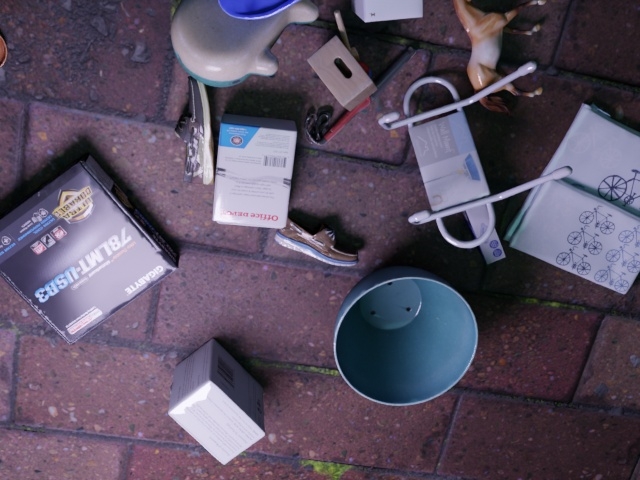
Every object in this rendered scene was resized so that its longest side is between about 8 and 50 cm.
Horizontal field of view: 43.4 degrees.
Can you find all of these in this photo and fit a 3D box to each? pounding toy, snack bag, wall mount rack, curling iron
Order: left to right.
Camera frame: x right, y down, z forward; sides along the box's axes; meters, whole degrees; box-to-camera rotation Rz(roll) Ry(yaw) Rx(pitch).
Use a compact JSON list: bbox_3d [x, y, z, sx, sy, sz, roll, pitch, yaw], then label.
[{"bbox_3d":[0.043,-0.331,1.494,0.100,0.130,0.141,-38,88,10],"label":"pounding toy"},{"bbox_3d":[0.077,-0.285,1.577,0.274,0.035,0.068,-37,111,10],"label":"curling iron"},{"bbox_3d":[0.285,-0.172,1.508,0.304,0.130,0.350,-18,83,11],"label":"wall mount rack"},{"bbox_3d":[0.608,-0.081,1.712,0.323,0.037,0.342,23,108,-14],"label":"snack bag"}]

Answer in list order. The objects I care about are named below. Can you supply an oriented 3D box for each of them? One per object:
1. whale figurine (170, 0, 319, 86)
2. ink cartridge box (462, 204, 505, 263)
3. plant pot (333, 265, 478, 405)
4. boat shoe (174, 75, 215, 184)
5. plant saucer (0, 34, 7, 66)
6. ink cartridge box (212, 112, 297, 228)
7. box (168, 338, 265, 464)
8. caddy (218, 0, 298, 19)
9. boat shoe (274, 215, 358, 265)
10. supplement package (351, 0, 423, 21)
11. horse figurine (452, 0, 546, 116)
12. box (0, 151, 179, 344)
[{"bbox_3d":[-0.141,-0.386,1.476,0.272,0.141,0.216,-31,83,-16],"label":"whale figurine"},{"bbox_3d":[0.317,-0.062,1.658,0.046,0.097,0.207,-24,113,6],"label":"ink cartridge box"},{"bbox_3d":[0.161,0.168,1.683,0.290,0.195,0.290,-2,112,-5],"label":"plant pot"},{"bbox_3d":[-0.245,-0.210,1.553,0.073,0.080,0.223,-6,117,-8],"label":"boat shoe"},{"bbox_3d":[-0.623,-0.356,1.493,0.083,0.013,0.083,-2,111,-4],"label":"plant saucer"},{"bbox_3d":[-0.131,-0.137,1.590,0.148,0.086,0.203,6,112,-8],"label":"ink cartridge box"},{"bbox_3d":[-0.219,0.342,1.725,0.119,0.181,0.182,-37,111,10],"label":"box"},{"bbox_3d":[-0.061,-0.511,1.291,0.341,0.179,0.241,-23,115,27],"label":"caddy"},{"bbox_3d":[0.000,0.000,1.670,0.183,0.066,0.066,17,108,-12],"label":"boat shoe"},{"bbox_3d":[0.114,-0.456,1.433,0.105,0.179,0.105,-4,113,-4],"label":"supplement package"},{"bbox_3d":[0.343,-0.363,1.556,0.174,0.066,0.263,-5,111,-8],"label":"horse figurine"},{"bbox_3d":[-0.491,0.021,1.630,0.295,0.073,0.293,-33,110,9],"label":"box"}]
